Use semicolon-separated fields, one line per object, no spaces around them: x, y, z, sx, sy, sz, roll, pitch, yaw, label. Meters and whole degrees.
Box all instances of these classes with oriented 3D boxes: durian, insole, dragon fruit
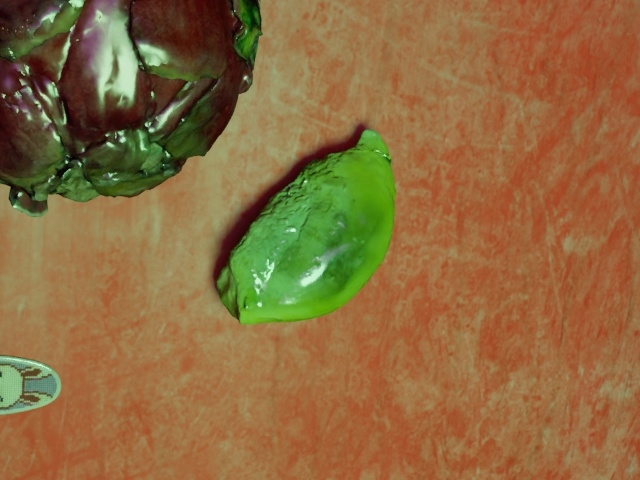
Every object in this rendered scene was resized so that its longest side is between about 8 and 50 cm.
0.000;0.000;0.953;0.250;0.101;0.139;-39;112;-8;durian
-0.367;0.148;0.898;0.197;0.004;0.065;3;101;-22;insole
-0.200;-0.189;0.727;0.329;0.329;0.329;-5;104;-20;dragon fruit
